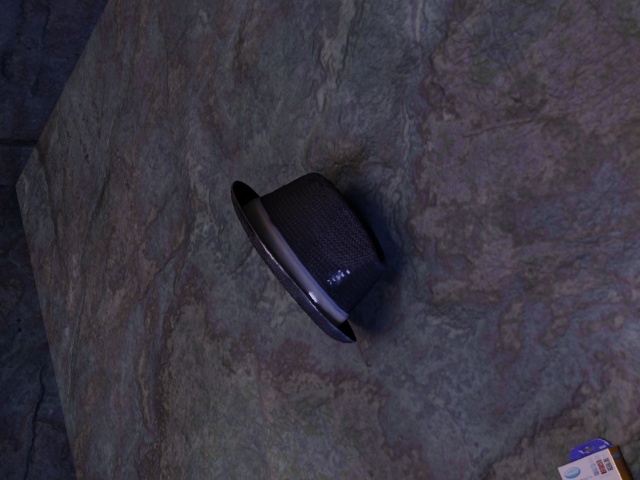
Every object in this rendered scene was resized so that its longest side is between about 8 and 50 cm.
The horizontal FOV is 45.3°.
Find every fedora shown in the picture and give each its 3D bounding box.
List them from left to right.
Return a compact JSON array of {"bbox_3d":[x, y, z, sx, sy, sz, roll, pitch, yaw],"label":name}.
[{"bbox_3d":[0.000,0.000,1.249,0.152,0.334,0.334,-39,54,5],"label":"fedora"}]

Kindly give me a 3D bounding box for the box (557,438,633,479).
[{"bbox_3d":[0.353,0.319,0.950,0.081,0.028,0.136,-41,60,40],"label":"box"}]
